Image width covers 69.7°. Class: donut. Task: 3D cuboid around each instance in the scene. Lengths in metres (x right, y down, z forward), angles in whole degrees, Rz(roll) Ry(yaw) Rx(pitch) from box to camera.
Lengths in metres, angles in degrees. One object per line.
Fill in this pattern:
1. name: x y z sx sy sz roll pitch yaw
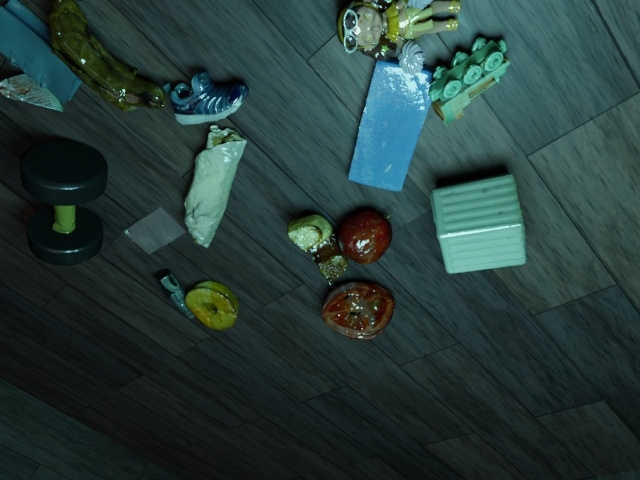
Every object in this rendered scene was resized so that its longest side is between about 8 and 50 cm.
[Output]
1. donut: -0.002 -0.001 1.268 0.085 0.141 0.217 -28 130 19
2. donut: -0.362 0.214 1.567 0.190 0.074 0.174 43 127 -16

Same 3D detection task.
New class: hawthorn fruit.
1. hawthorn fruit: 0.125 -0.018 1.225 0.148 0.148 0.172 37 103 -18

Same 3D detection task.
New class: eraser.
1. eraser: 0.163 -0.259 1.075 0.144 0.042 0.311 14 130 1

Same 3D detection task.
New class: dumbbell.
1. dumbbell: -0.721 -0.100 1.302 0.204 0.203 0.322 22 131 -6

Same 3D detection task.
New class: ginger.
1. ginger: -0.504 -0.407 1.063 0.133 0.107 0.309 -39 114 4

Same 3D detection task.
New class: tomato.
1. tomato: 0.120 0.201 1.433 0.228 0.101 0.227 1 129 1

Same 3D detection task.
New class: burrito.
1. burrito: -0.305 -0.137 1.263 0.117 0.076 0.392 27 128 -1

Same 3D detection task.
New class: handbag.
1. handbag: -0.682 -0.448 1.105 0.221 0.057 0.144 42 130 -21

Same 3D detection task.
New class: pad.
1. pad: -0.520 -0.029 1.444 0.188 0.006 0.113 -26 118 28

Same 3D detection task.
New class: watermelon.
1. watermelon: -0.745 -0.373 1.163 0.180 0.094 0.081 9 129 -15

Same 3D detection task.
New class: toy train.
1. toy train: 0.307 -0.332 0.950 0.176 0.074 0.118 -33 144 10

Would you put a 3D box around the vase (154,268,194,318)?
1. vase: -0.492 0.193 1.584 0.060 0.059 0.211 -10 125 20

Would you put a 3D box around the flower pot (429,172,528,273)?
1. flower pot: 0.378 -0.041 1.098 0.190 0.239 0.209 -10 95 18

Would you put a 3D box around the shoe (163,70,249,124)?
1. shoe: -0.266 -0.338 1.074 0.208 0.091 0.106 -2 134 19

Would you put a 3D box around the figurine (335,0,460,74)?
1. figurine: 0.150 -0.425 0.896 0.240 0.115 0.174 -1 131 6
